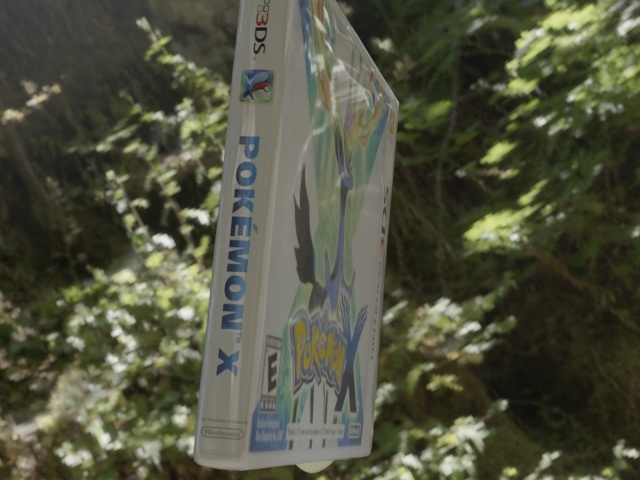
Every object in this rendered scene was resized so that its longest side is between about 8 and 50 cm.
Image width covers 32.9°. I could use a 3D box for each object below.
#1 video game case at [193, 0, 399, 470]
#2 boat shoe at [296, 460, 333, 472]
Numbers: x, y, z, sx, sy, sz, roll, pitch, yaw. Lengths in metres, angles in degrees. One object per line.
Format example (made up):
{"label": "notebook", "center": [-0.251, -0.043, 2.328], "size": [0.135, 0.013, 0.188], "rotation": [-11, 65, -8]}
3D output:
{"label": "video game case", "center": [0.000, 0.000, 0.742], "size": [0.036, 0.299, 0.329], "rotation": [3, -9, 15]}
{"label": "boat shoe", "center": [-0.020, 0.163, 0.974], "size": [0.049, 0.042, 0.133], "rotation": [-37, -45, -8]}
